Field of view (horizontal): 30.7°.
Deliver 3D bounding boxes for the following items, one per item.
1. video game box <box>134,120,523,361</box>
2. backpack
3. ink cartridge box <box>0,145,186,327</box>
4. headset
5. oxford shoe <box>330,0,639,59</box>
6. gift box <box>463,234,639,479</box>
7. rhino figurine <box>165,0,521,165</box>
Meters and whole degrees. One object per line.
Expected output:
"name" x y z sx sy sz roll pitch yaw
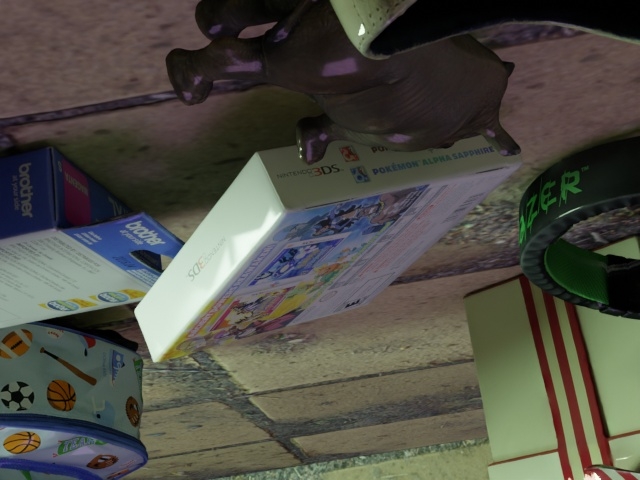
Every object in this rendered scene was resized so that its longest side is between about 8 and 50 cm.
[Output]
"video game box" 0.000 0.000 0.749 0.187 0.048 0.205 -15 160 -37
"backpack" -0.291 0.173 1.050 0.263 0.213 0.276 -33 149 33
"ink cartridge box" -0.233 0.012 0.768 0.311 0.065 0.186 -9 163 10
"headset" 0.349 -0.017 0.906 0.394 0.185 0.243 11 156 -10
"oxford shoe" 0.160 -0.121 0.399 0.348 0.130 0.123 -7 163 -5
"gift box" 0.291 0.158 1.165 0.276 0.258 0.255 4 159 -39
"rhino figurine" 0.035 -0.079 0.582 0.106 0.073 0.243 -14 164 28
